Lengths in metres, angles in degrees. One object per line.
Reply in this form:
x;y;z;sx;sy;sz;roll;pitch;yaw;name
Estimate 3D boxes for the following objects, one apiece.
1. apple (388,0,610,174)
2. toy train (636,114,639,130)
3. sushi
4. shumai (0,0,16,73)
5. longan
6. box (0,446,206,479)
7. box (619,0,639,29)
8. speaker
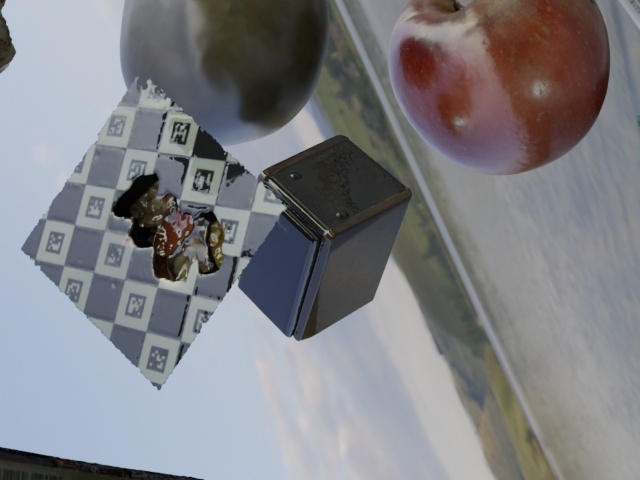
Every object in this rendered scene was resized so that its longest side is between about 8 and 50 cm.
0.277;-0.272;1.509;0.277;0.348;0.348;53;-167;-32;apple
0.621;-0.207;1.610;0.253;0.105;0.157;-134;33;-60;toy train
-0.184;-0.012;1.106;0.290;0.264;0.050;40;-171;31;sushi
-0.366;-0.229;0.969;0.145;0.116;0.145;19;-139;-18;shumai
-0.149;-0.323;1.479;0.361;0.361;0.361;-24;-90;-83;longan
-0.292;0.295;1.005;0.310;0.198;0.084;22;-131;-40;box
0.244;-0.371;0.949;0.353;0.069;0.214;41;-148;-32;box
0.000;0.000;1.393;0.153;0.192;0.231;42;139;24;speaker
